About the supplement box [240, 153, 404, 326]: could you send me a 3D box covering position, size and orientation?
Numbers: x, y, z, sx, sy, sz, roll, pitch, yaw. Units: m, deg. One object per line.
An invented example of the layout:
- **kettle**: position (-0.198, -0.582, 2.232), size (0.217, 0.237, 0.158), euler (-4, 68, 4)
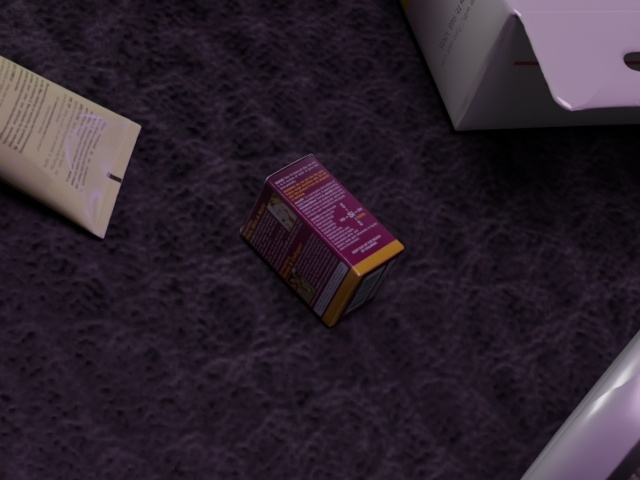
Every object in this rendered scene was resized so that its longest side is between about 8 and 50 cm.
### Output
- **supplement box**: position (0.000, 0.000, 0.956), size (0.043, 0.055, 0.083), euler (-31, 70, -39)

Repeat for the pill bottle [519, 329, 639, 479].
- **pill bottle**: position (0.265, 0.191, 0.826), size (0.334, 0.188, 0.188), euler (39, 49, 9)

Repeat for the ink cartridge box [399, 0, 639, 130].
- **ink cartridge box**: position (0.165, -0.193, 1.133), size (0.207, 0.119, 0.353), euler (-3, 54, -23)

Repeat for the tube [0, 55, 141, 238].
- **tube**: position (-0.219, -0.087, 0.928), size (0.240, 0.062, 0.070), euler (27, 90, -19)
